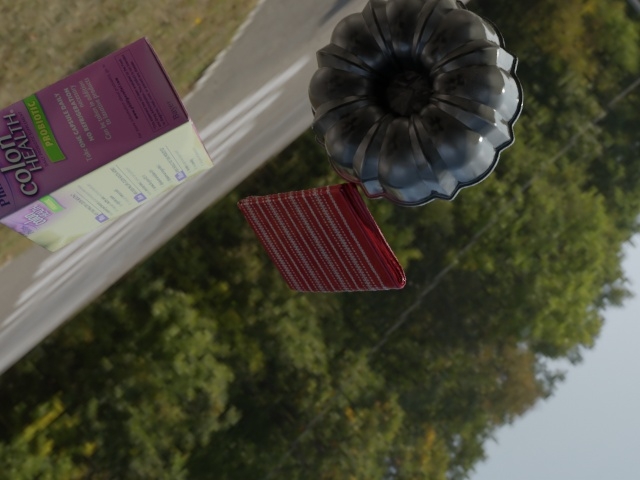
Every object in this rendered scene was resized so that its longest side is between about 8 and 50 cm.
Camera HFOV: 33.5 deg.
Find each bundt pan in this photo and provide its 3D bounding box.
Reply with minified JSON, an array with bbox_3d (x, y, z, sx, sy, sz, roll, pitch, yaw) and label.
[{"bbox_3d":[0.126,-0.219,1.564,0.331,0.331,0.124,-40,164,10],"label":"bundt pan"}]

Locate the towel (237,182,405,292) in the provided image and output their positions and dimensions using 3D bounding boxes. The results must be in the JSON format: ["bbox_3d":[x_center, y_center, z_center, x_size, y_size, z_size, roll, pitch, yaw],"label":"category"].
[{"bbox_3d":[0.000,0.000,1.697,0.274,0.199,0.031,-5,-147,50],"label":"towel"}]

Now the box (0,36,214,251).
[{"bbox_3d":[-0.271,-0.107,1.276,0.243,0.117,0.213,-29,171,-3],"label":"box"}]
